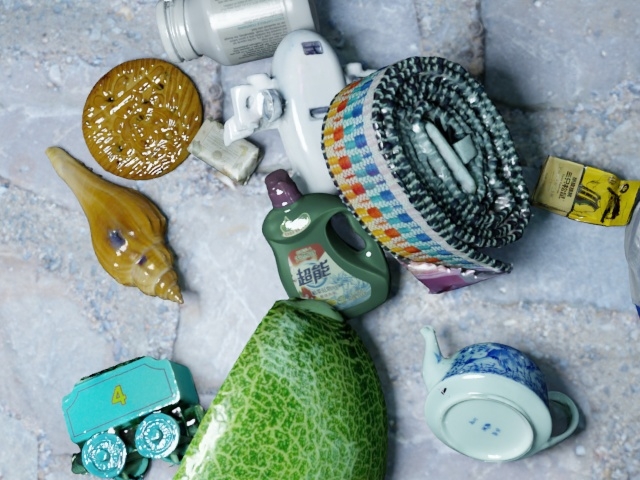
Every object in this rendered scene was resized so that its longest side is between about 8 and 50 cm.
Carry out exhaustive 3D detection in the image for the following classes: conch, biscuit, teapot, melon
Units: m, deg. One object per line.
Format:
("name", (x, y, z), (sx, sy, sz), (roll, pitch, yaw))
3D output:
("conch", (-0.297, -0.029, 1.325), (0.109, 0.093, 0.330), (-45, 77, 8))
("biscuit", (-0.266, -0.180, 1.376), (0.188, 0.027, 0.187), (-1, 82, 8))
("teapot", (0.226, 0.193, 1.195), (0.232, 0.159, 0.159), (26, 86, -1))
("melon", (-0.056, 0.252, 1.166), (0.331, 0.226, 0.343), (12, 102, -28))

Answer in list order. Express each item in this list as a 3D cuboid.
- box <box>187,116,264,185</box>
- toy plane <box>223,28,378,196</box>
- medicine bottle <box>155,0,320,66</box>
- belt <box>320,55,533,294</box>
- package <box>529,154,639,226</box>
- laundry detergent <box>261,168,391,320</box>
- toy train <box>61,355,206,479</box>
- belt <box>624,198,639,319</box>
("box", (-0.136, -0.129, 1.339), (0.098, 0.045, 0.062), (31, 88, 11))
("toy plane", (-0.015, -0.164, 1.268), (0.245, 0.117, 0.244), (-1, 92, -23))
("medicine bottle", (-0.117, -0.319, 1.317), (0.215, 0.135, 0.135), (-12, 80, 8))
("belt", (0.135, -0.091, 1.200), (0.295, 0.160, 0.207), (48, 61, -20))
("package", (0.354, -0.063, 1.250), (0.131, 0.047, 0.071), (16, 79, 12))
("laundry detergent", (0.000, 0.000, 1.232), (0.144, 0.078, 0.221), (-20, 111, 11))
("toy train", (-0.257, 0.245, 1.275), (0.198, 0.107, 0.154), (-21, 71, 5))
("belt", (0.516, 0.071, 1.171), (0.212, 0.117, 0.346), (-18, 81, 5))
